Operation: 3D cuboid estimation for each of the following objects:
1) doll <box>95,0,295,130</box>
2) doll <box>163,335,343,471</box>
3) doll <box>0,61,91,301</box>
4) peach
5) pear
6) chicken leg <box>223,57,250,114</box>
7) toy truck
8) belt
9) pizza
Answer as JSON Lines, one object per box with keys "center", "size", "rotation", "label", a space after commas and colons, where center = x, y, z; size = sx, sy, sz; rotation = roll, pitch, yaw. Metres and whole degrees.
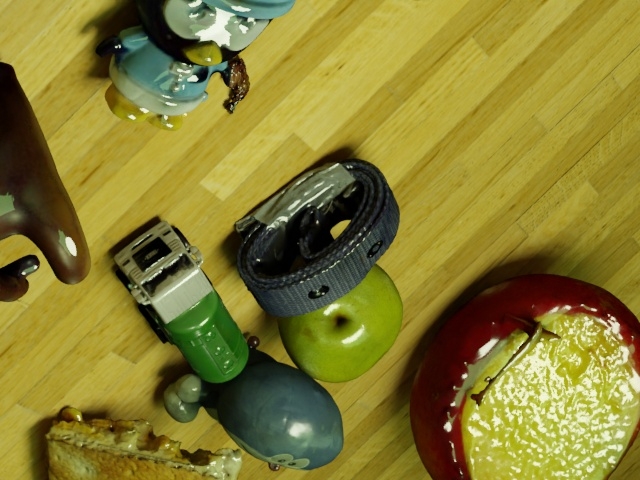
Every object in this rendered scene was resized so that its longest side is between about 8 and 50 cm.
{"center": [-0.122, -0.251, 1.782], "size": [0.177, 0.141, 0.314], "rotation": [11, 128, -31], "label": "doll"}
{"center": [-0.075, 0.231, 2.281], "size": [0.228, 0.258, 0.154], "rotation": [26, 94, -35], "label": "doll"}
{"center": [-0.412, -0.009, 1.749], "size": [0.340, 0.209, 0.318], "rotation": [-34, 114, -14], "label": "doll"}
{"center": [0.317, 0.235, 2.631], "size": [0.335, 0.310, 0.406], "rotation": [25, 102, -15], "label": "peach"}
{"center": [0.023, 0.104, 2.338], "size": [0.180, 0.166, 0.216], "rotation": [-61, -173, 0], "label": "pear"}
{"center": [-0.097, -0.184, 1.992], "size": [0.036, 0.021, 0.083], "rotation": [-36, 152, -25], "label": "chicken leg"}
{"center": [-0.169, 0.087, 2.138], "size": [0.101, 0.125, 0.242], "rotation": [-36, 145, -7], "label": "toy truck"}
{"center": [0.000, 0.000, 2.206], "size": [0.230, 0.139, 0.126], "rotation": [-40, 153, -5], "label": "belt"}
{"center": [-0.243, 0.344, 2.292], "size": [0.268, 0.258, 0.087], "rotation": [101, 5, -45], "label": "pizza"}
